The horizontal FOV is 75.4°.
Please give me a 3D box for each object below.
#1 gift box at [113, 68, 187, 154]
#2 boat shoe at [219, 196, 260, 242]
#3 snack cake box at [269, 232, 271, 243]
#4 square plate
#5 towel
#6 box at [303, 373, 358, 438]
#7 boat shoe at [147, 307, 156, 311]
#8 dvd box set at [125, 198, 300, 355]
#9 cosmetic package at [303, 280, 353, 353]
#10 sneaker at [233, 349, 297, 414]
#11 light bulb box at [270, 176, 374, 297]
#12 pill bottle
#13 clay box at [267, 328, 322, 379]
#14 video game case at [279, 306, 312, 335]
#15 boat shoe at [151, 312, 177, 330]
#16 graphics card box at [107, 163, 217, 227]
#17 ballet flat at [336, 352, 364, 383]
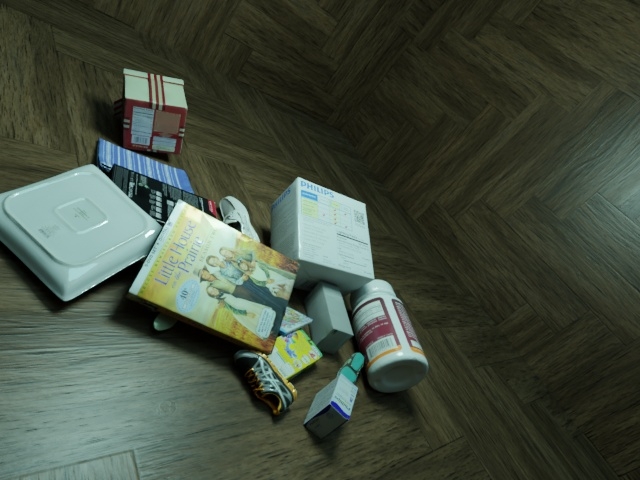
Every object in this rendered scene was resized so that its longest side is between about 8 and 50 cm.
[{"bbox_3d":[-0.684,-0.504,1.658,0.254,0.276,0.258,6,44,-31],"label":"gift box"},{"bbox_3d":[-0.333,-0.068,1.609,0.096,0.098,0.277,3,46,-53],"label":"boat shoe"},{"bbox_3d":[-0.134,-0.052,1.868,0.152,0.089,0.264,33,27,-20],"label":"snack cake box"},{"bbox_3d":[-0.630,-0.053,1.090,0.347,0.049,0.344,41,39,5],"label":"square plate"},{"bbox_3d":[-0.640,-0.265,1.527,0.335,0.040,0.243,20,22,-36],"label":"towel"},{"bbox_3d":[0.032,0.483,1.208,0.072,0.126,0.137,42,26,-1],"label":"box"},{"bbox_3d":[-0.457,0.150,1.161,0.043,0.049,0.137,-5,34,4],"label":"boat shoe"},{"bbox_3d":[-0.283,0.109,1.189,0.420,0.062,0.308,30,56,-20],"label":"dvd box set"},{"bbox_3d":[0.024,0.279,1.519,0.107,0.127,0.238,23,33,-32],"label":"cosmetic package"},{"bbox_3d":[-0.160,0.390,1.148,0.215,0.084,0.083,41,33,2],"label":"sneaker"},{"bbox_3d":[0.000,0.000,1.660,0.357,0.225,0.361,18,54,-31],"label":"light bulb box"},{"bbox_3d":[0.243,0.353,1.590,0.224,0.224,0.392,26,30,-29],"label":"pill bottle"},{"bbox_3d":[-0.097,0.362,1.305,0.127,0.053,0.222,48,25,19],"label":"clay box"},{"bbox_3d":[-0.119,0.270,1.405,0.119,0.015,0.166,22,16,28],"label":"video game case"},{"bbox_3d":[-0.416,0.207,1.130,0.049,0.042,0.133,57,25,-11],"label":"boat shoe"},{"bbox_3d":[-0.529,-0.096,1.391,0.370,0.094,0.233,22,32,-36],"label":"graphics card box"},{"bbox_3d":[0.094,0.453,1.412,0.070,0.070,0.188,46,30,12],"label":"ballet flat"}]
